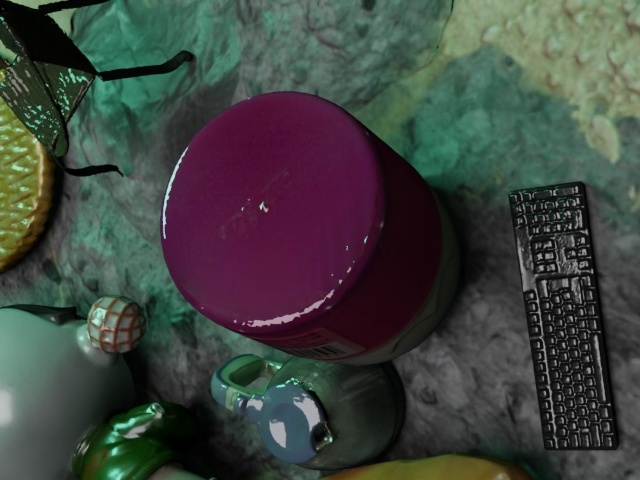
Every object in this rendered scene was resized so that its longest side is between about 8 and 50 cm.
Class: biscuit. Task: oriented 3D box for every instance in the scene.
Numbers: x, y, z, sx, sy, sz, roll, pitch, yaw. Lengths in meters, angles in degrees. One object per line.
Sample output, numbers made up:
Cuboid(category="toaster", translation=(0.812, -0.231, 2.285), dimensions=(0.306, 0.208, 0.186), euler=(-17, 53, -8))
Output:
Cuboid(category="biscuit", translation=(-0.370, -0.081, 1.239), dimensions=(0.254, 0.035, 0.254), euler=(4, 98, 32))

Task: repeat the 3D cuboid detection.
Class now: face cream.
Cuboid(category="face cream", translation=(0.000, 0.000, 0.881), dimensions=(0.175, 0.195, 0.175), euler=(-6, 74, 22))

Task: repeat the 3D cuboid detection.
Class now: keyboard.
Cuboid(category="keyboard", translation=(0.185, 0.059, 0.899), dimensions=(0.061, 0.013, 0.204), euler=(-7, 92, 34))

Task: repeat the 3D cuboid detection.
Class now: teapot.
Cuboid(category="teapot", translation=(-0.012, 0.129, 0.984), dimensions=(0.149, 0.108, 0.111), euler=(48, 117, 19))

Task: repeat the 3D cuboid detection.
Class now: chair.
Cuboid(category="chair", translation=(-0.242, -0.150, 1.043), dimensions=(0.174, 0.213, 0.149), euler=(47, 113, 21))

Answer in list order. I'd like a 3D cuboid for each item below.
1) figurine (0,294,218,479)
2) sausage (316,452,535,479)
Cuboid(category="figurine", translation=(-0.220, 0.187, 1.102), dimensions=(0.370, 0.167, 0.281), euler=(32, 117, 17))
Cuboid(category="sausage", translation=(0.075, 0.244, 0.935), dimensions=(0.241, 0.120, 0.136), euler=(-19, 71, 34))
